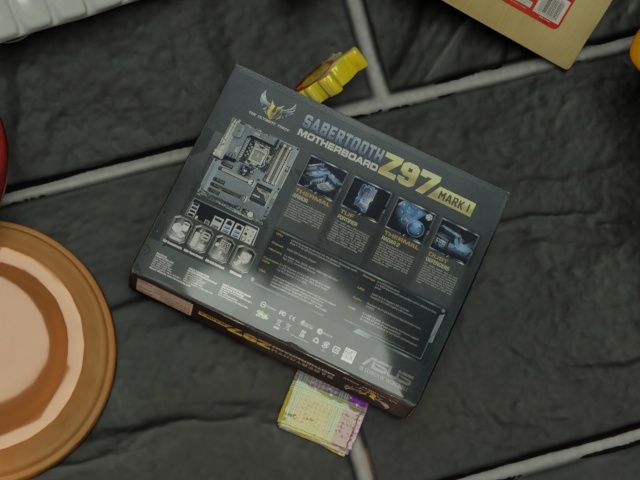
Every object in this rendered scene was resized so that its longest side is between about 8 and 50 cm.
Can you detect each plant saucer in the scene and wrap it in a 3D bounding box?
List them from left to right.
[{"bbox_3d":[-0.248,0.079,1.398,0.200,0.037,0.200,1,78,-6],"label":"plant saucer"}]

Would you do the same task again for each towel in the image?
[{"bbox_3d":[0.008,0.112,1.430,0.060,0.009,0.083,21,76,0],"label":"towel"}]

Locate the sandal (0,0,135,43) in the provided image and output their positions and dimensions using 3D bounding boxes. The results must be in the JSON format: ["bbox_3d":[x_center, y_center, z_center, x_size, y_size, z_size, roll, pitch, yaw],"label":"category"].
[{"bbox_3d":[-0.258,-0.219,1.438,0.416,0.102,0.169,-7,93,-20],"label":"sandal"}]

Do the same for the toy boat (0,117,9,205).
[{"bbox_3d":[-0.305,-0.025,1.319,0.151,0.151,0.231,16,77,0],"label":"toy boat"}]

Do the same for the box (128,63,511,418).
[{"bbox_3d":[0.000,0.000,1.424,0.232,0.059,0.183,25,73,0],"label":"box"}]

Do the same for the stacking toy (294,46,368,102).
[{"bbox_3d":[0.018,-0.234,1.469,0.221,0.052,0.167,-45,106,-19],"label":"stacking toy"}]

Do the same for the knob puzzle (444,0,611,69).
[{"bbox_3d":[0.165,-0.255,1.466,0.213,0.030,0.213,-3,109,-10],"label":"knob puzzle"}]

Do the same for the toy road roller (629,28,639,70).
[{"bbox_3d":[0.379,-0.122,1.386,0.329,0.202,0.240,-48,66,19],"label":"toy road roller"}]
